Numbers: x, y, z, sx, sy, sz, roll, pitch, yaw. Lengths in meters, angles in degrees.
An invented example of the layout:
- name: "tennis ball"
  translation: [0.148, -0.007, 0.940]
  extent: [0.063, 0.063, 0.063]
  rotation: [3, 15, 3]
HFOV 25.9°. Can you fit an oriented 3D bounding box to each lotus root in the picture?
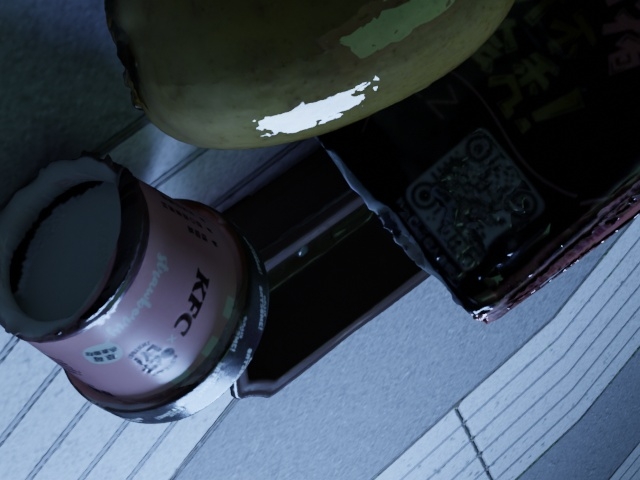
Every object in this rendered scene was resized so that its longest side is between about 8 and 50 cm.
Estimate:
- name: "lotus root"
  translation: [0.023, -0.167, 0.774]
  extent: [0.310, 0.183, 0.183]
  rotation: [-25, 149, -3]

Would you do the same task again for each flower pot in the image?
- name: "flower pot"
  translation: [0.000, 0.000, 1.093]
  extent: [0.251, 0.084, 0.179]
  rotation: [-35, 149, -23]

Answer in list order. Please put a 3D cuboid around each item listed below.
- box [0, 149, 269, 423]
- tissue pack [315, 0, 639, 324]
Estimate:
- name: "box"
  translation: [-0.129, 0.025, 0.879]
  extent: [0.151, 0.151, 0.135]
  rotation: [-49, 143, -1]
- name: "tissue pack"
  translation: [0.160, -0.129, 0.925]
  extent: [0.332, 0.245, 0.123]
  rotation: [-41, 168, 12]
